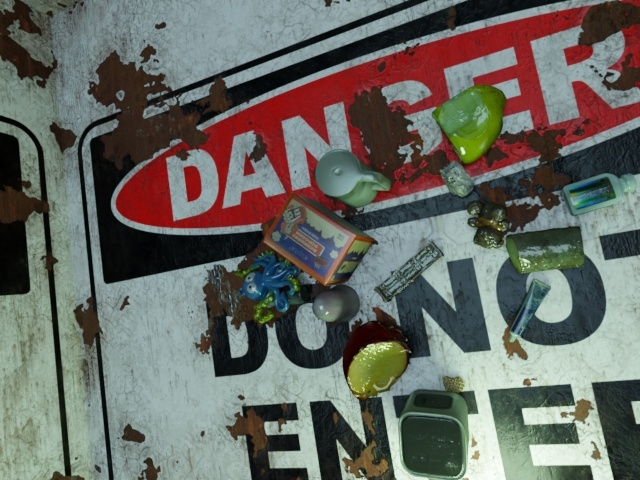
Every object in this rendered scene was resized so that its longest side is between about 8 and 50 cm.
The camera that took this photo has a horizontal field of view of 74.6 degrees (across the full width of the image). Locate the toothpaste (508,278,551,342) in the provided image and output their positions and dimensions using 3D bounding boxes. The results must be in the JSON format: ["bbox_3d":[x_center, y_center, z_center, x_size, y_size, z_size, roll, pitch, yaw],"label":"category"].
[{"bbox_3d":[0.820,0.285,1.670,0.069,0.047,0.268,29,94,32],"label":"toothpaste"}]

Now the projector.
[{"bbox_3d":[0.454,0.758,1.663,0.248,0.249,0.249,-3,89,20],"label":"projector"}]

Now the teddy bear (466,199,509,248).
[{"bbox_3d":[0.685,-0.061,1.702,0.177,0.140,0.190,15,102,49],"label":"teddy bear"}]

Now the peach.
[{"bbox_3d":[0.225,0.498,1.804,0.257,0.201,0.362,18,109,-10],"label":"peach"}]

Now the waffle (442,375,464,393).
[{"bbox_3d":[0.559,0.604,1.763,0.085,0.016,0.078,-17,85,19],"label":"waffle"}]

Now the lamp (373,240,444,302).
[{"bbox_3d":[0.382,0.137,1.818,0.325,0.090,0.089,-42,73,12],"label":"lamp"}]

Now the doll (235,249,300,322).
[{"bbox_3d":[-0.257,0.199,2.008,0.341,0.098,0.346,-28,60,20],"label":"doll"}]

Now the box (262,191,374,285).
[{"bbox_3d":[0.000,0.000,1.846,0.348,0.318,0.257,35,101,18],"label":"box"}]

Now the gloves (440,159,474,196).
[{"bbox_3d":[0.570,-0.253,1.767,0.114,0.070,0.153,-39,82,40],"label":"gloves"}]

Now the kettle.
[{"bbox_3d":[0.143,-0.246,1.808,0.265,0.318,0.205,42,100,19],"label":"kettle"}]

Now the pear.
[{"bbox_3d":[0.632,-0.498,1.717,0.281,0.176,0.287,-30,78,14],"label":"pear"}]

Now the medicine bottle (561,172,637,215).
[{"bbox_3d":[1.053,-0.183,1.586,0.228,0.083,0.121,-19,78,20],"label":"medicine bottle"}]

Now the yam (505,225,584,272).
[{"bbox_3d":[0.864,0.037,1.609,0.267,0.161,0.161,-8,84,18],"label":"yam"}]

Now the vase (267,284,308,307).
[{"bbox_3d":[-0.169,0.278,2.023,0.214,0.086,0.086,-16,81,24],"label":"vase"}]

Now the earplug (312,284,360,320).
[{"bbox_3d":[0.048,0.284,1.820,0.172,0.301,0.173,-1,87,21],"label":"earplug"}]
